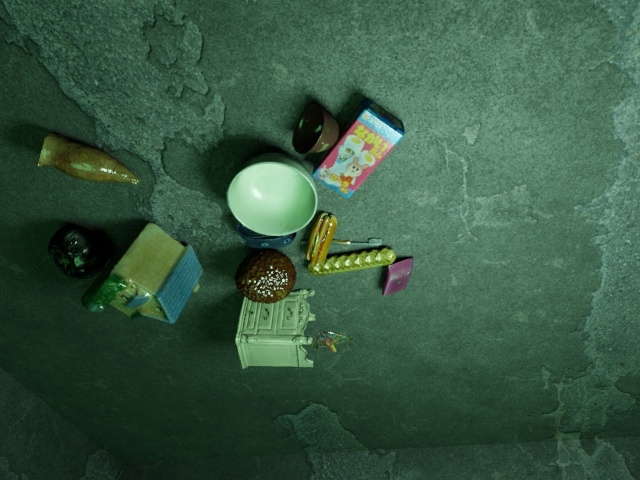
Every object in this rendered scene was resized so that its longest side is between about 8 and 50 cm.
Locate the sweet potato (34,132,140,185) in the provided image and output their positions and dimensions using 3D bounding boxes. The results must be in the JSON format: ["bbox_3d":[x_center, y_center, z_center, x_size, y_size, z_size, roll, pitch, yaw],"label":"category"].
[{"bbox_3d":[-0.811,-0.268,1.560,0.337,0.131,0.131,20,129,-11],"label":"sweet potato"}]

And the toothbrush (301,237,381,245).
[{"bbox_3d":[0.083,0.007,1.770,0.322,0.023,0.031,-1,123,6],"label":"toothbrush"}]

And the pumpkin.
[{"bbox_3d":[-0.992,0.046,1.815,0.233,0.163,0.232,11,122,17],"label":"pumpkin"}]

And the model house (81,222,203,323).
[{"bbox_3d":[-0.715,0.194,1.822,0.343,0.334,0.382,40,133,-23],"label":"model house"}]

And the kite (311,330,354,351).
[{"bbox_3d":[0.050,0.502,2.202,0.242,0.014,0.183,-15,128,16],"label":"kite"}]

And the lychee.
[{"bbox_3d":[-0.225,0.148,1.783,0.236,0.271,0.235,6,101,34],"label":"lychee"}]

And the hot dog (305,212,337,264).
[{"bbox_3d":[0.000,0.000,1.724,0.092,0.062,0.235,12,119,-5],"label":"hot dog"}]

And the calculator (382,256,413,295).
[{"bbox_3d":[0.321,0.153,1.830,0.127,0.034,0.190,-18,136,-22],"label":"calculator"}]

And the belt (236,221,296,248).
[{"bbox_3d":[-0.203,-0.030,1.701,0.218,0.122,0.128,1,156,7],"label":"belt"}]

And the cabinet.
[{"bbox_3d":[-0.184,0.384,1.945,0.319,0.289,0.227,0,132,3],"label":"cabinet"}]

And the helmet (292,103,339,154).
[{"bbox_3d":[-0.005,-0.341,1.419,0.106,0.154,0.175,10,147,-38],"label":"helmet"}]

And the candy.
[{"bbox_3d":[0.119,-0.297,1.460,0.157,0.100,0.306,30,128,-17],"label":"candy"}]

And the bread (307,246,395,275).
[{"bbox_3d":[0.123,0.088,1.803,0.368,0.084,0.077,-11,84,13],"label":"bread"}]

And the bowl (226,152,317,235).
[{"bbox_3d":[-0.158,-0.176,1.547,0.308,0.163,0.307,3,130,3],"label":"bowl"}]
